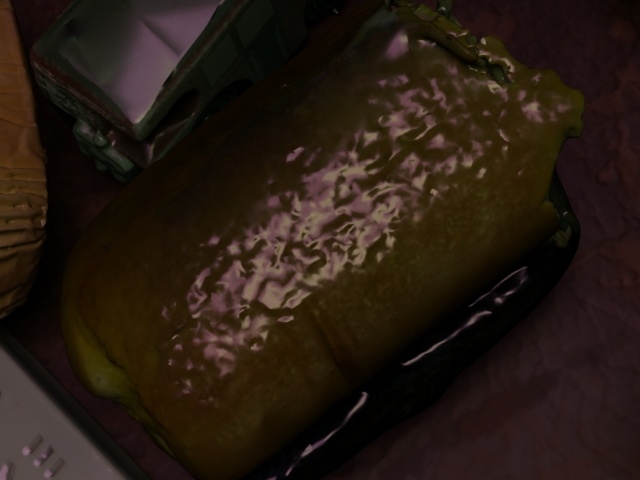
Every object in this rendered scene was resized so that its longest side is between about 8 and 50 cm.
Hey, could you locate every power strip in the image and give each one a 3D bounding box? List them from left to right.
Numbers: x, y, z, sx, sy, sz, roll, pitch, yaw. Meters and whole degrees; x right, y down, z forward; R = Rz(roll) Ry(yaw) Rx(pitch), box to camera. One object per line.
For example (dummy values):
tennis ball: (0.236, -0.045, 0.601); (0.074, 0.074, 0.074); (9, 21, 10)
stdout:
power strip: (-0.222, 0.145, 0.841); (0.385, 0.062, 0.091); (41, 86, 19)

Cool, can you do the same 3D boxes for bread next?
bread: (-0.281, -0.071, 0.850); (0.119, 0.152, 0.288); (-1, 51, -26)
bread: (0.000, 0.000, 0.785); (0.376, 0.208, 0.251); (-38, 66, 0)

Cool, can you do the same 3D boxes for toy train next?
toy train: (-0.078, -0.191, 0.877); (0.129, 0.159, 0.326); (36, 80, 16)
